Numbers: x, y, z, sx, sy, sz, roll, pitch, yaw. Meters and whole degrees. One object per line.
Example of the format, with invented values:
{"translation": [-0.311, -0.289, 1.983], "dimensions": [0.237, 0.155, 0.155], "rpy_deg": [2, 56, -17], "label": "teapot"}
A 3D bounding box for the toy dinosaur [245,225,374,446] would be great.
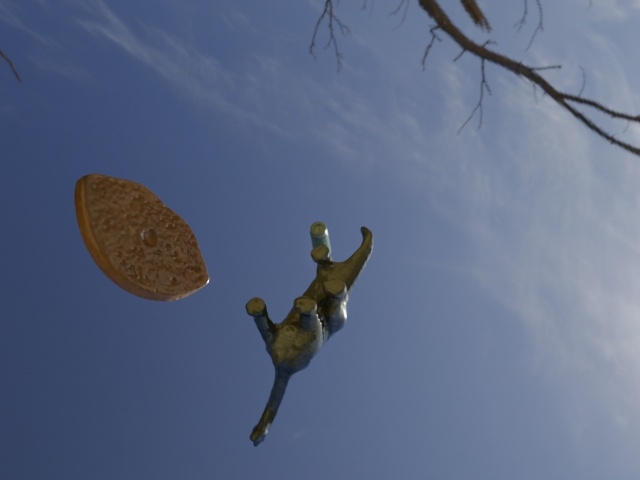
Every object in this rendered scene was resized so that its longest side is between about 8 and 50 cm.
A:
{"translation": [-0.006, 0.105, 0.703], "dimensions": [0.075, 0.188, 0.248], "rpy_deg": [25, -130, 26], "label": "toy dinosaur"}

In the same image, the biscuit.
{"translation": [-0.235, 0.002, 0.799], "dimensions": [0.220, 0.029, 0.142], "rpy_deg": [43, -138, -31], "label": "biscuit"}

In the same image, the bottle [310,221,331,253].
{"translation": [0.000, 0.000, 0.980], "dimensions": [0.030, 0.083, 0.030], "rpy_deg": [-2, -119, 4], "label": "bottle"}
